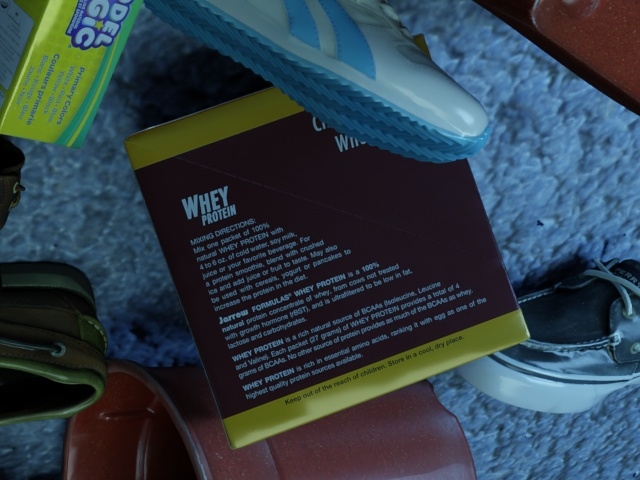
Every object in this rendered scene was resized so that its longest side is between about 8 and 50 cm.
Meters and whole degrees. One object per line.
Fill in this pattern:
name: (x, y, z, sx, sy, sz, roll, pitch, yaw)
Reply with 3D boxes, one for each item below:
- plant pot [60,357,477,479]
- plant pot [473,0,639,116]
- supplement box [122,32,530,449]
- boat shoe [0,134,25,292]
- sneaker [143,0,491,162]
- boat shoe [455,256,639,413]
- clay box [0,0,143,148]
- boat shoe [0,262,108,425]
plant pot: (-0.033, 0.214, 0.879, 0.265, 0.272, 0.272, -5, 135, -35)
plant pot: (0.167, -0.206, 0.562, 0.267, 0.236, 0.267, 23, 119, -38)
supplement box: (0.000, 0.000, 0.695, 0.191, 0.194, 0.129, -20, -179, -5)
boat shoe: (-0.217, -0.043, 0.666, 0.073, 0.073, 0.207, -15, 136, -15)
sneaker: (0.001, -0.126, 0.594, 0.092, 0.228, 0.087, -55, 177, -11)
boat shoe: (0.260, 0.066, 0.977, 0.335, 0.121, 0.119, -4, 126, -36)
clay box: (-0.118, -0.172, 0.520, 0.053, 0.127, 0.222, 10, 116, -44)
boat shoe: (-0.298, 0.085, 0.732, 0.307, 0.104, 0.111, -9, 135, -16)
